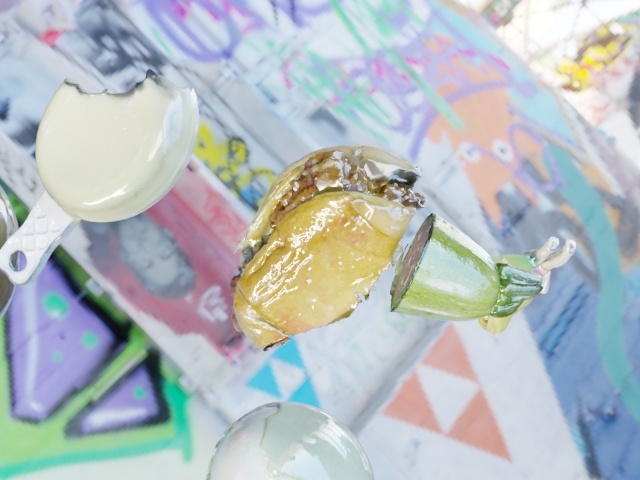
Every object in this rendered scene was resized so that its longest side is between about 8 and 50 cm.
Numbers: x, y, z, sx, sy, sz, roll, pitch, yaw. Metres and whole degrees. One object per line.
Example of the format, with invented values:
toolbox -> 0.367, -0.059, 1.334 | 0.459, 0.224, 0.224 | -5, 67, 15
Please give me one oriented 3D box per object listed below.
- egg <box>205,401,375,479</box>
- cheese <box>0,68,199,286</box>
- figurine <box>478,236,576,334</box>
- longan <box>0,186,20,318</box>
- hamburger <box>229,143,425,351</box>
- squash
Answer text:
egg -> -0.054, 0.406, 1.925 | 0.278, 0.278, 0.336 | -44, 139, -13
cheese -> -0.222, -0.055, 1.153 | 0.249, 0.163, 0.071 | -70, 159, 0
figurine -> 0.251, 0.053, 1.451 | 0.083, 0.083, 0.187 | -44, 179, -39
longan -> -0.554, 0.022, 1.657 | 0.243, 0.300, 0.300 | -8, 175, -6
hamburger -> 0.000, 0.000, 1.466 | 0.282, 0.245, 0.155 | -9, -153, 9
squash -> 0.143, 0.045, 1.106 | 0.105, 0.132, 0.105 | -157, -90, -84
